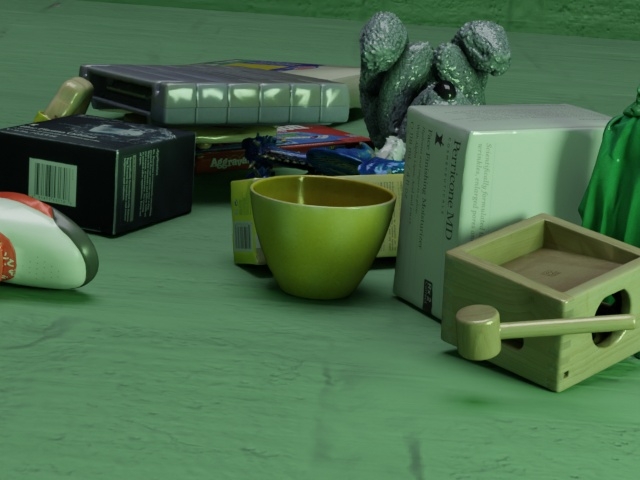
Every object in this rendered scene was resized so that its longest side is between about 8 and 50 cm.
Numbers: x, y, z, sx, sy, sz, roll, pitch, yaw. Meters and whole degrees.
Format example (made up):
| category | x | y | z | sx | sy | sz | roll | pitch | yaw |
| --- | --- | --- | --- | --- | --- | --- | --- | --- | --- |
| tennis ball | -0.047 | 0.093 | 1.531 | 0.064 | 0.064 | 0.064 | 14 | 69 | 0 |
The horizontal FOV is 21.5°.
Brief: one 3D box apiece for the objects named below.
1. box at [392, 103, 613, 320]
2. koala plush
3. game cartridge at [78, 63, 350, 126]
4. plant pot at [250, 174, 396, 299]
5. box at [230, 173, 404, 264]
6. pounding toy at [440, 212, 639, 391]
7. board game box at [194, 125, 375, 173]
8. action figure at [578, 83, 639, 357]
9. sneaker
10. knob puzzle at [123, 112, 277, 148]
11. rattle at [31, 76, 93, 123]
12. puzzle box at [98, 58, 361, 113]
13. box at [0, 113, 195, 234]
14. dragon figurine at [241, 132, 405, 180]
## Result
| category | x | y | z | sx | sy | sz | roll | pitch | yaw |
| --- | --- | --- | --- | --- | --- | --- | --- | --- | --- |
| box | 0.175 | -0.027 | 1.524 | 0.182 | 0.181 | 0.119 | -3 | 15 | -27 |
| koala plush | 0.143 | -0.141 | 2.071 | 0.196 | 0.203 | 0.221 | 2 | 35 | -11 |
| game cartridge | -0.132 | -0.173 | 2.005 | 0.230 | 0.068 | 0.355 | 3 | 8 | -23 |
| plant pot | 0.000 | 0.000 | 1.546 | 0.134 | 0.095 | 0.134 | 3 | 14 | -1 |
| box | 0.029 | -0.023 | 1.658 | 0.232 | 0.087 | 0.058 | -4 | 2 | -28 |
| pounding toy | 0.178 | 0.071 | 1.340 | 0.206 | 0.094 | 0.181 | -21 | 32 | -39 |
| board game box | -0.083 | -0.121 | 2.154 | 0.281 | 0.027 | 0.145 | -7 | 17 | -38 |
| action figure | 0.271 | -0.023 | 1.434 | 0.137 | 0.232 | 0.063 | 15 | 17 | 35 |
| sneaker | -0.340 | 0.009 | 1.462 | 0.270 | 0.090 | 0.145 | 23 | 42 | 11 |
| knob puzzle | -0.148 | -0.132 | 2.059 | 0.213 | 0.030 | 0.213 | 4 | 14 | -1 |
| rattle | -0.270 | -0.112 | 1.985 | 0.143 | 0.130 | 0.199 | 14 | -13 | -2 |
| puzzle box | -0.099 | -0.218 | 2.428 | 0.272 | 0.052 | 0.409 | 6 | 12 | 25 |
| box | -0.238 | -0.073 | 1.782 | 0.156 | 0.093 | 0.158 | 10 | 14 | 25 |
| dragon figurine | 0.033 | -0.060 | 1.818 | 0.144 | 0.085 | 0.289 | -9 | 18 | -41 |
